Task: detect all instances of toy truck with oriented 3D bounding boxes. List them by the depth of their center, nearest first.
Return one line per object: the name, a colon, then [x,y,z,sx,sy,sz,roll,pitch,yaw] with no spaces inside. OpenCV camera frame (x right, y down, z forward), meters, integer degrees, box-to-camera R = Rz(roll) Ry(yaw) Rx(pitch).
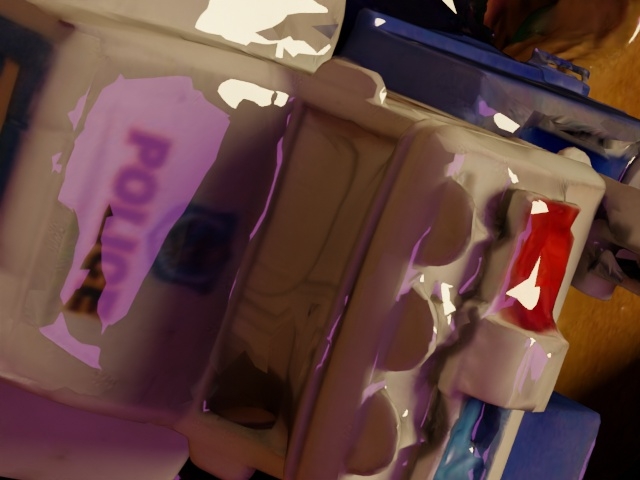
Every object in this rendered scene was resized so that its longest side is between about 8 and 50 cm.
toy truck: [0.000,0.000,0.427,0.213,0.177,0.161,10,101,-49]

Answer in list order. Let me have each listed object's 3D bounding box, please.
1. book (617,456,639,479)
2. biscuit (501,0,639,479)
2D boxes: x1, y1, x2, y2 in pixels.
book: [0.072,0.146,0.574,0.322,0.018,0.228,-30,143,-56]
biscuit: [0.095,-0.025,0.611,0.197,0.049,0.302,-22,125,-49]
